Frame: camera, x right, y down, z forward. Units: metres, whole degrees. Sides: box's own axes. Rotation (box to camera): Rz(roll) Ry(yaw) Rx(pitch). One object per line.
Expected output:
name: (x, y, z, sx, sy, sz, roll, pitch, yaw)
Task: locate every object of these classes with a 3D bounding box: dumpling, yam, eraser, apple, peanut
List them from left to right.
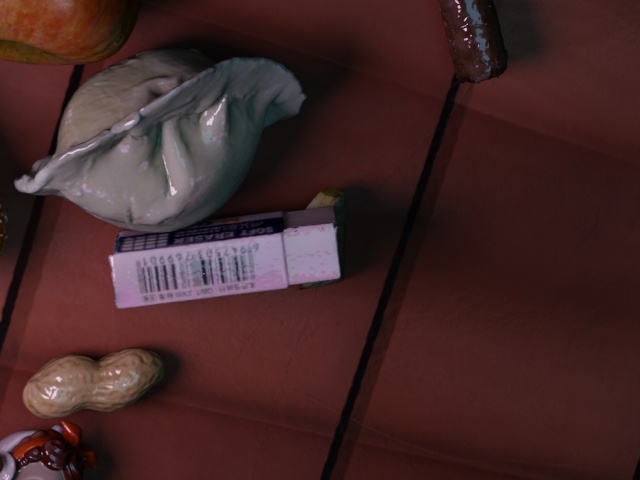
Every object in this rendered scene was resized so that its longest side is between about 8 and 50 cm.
apple: (-0.346, -0.335, 1.606, 0.309, 0.277, 0.250, 13, 83, -35)
peanut: (-0.294, 0.184, 1.855, 0.187, 0.082, 0.082, -5, 105, -17)
dumpling: (-0.206, -0.137, 1.745, 0.321, 0.211, 0.270, -52, 150, -15)
eraser: (-0.118, 0.022, 1.810, 0.287, 0.130, 0.086, -7, 102, 0)
yam: (0.000, 0.000, 1.910, 0.069, 0.070, 0.147, -4, 104, -17)
yam: (0.201, -0.286, 1.900, 0.079, 0.079, 0.141, -22, 109, -12)

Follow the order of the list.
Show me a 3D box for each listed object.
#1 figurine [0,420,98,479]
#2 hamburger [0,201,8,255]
figurine: (-0.391, 0.322, 1.829, 0.226, 0.160, 0.183, -31, 112, -17)
hamburger: (-0.482, -0.073, 1.654, 0.151, 0.227, 0.295, -18, 113, 11)
